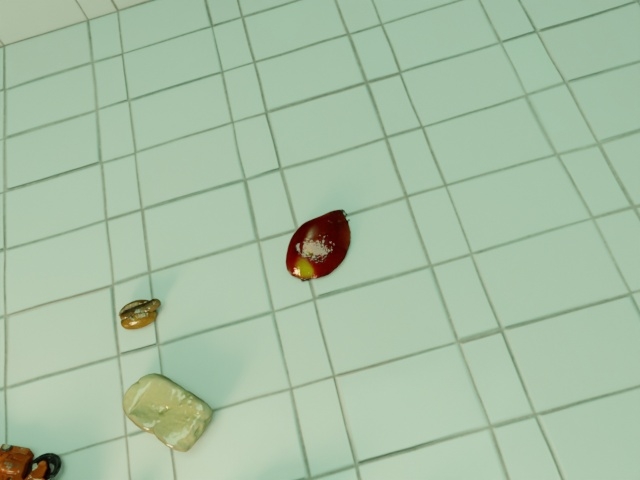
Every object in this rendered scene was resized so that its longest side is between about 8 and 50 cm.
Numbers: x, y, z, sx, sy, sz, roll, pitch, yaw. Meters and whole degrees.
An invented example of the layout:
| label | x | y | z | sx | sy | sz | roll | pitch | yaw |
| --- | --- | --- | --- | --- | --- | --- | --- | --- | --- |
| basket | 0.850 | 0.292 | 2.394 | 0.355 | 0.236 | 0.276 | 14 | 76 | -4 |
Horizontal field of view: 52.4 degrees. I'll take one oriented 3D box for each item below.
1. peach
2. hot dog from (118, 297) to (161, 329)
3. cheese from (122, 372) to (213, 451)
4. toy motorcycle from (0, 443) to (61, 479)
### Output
| label | x | y | z | sx | sy | sz | roll | pitch | yaw |
| --- | --- | --- | --- | --- | --- | --- | --- | --- | --- |
| peach | -0.001 | 0.000 | 2.039 | 0.189 | 0.068 | 0.279 | 24 | 70 | 18 |
| hot dog | -0.561 | 0.226 | 2.030 | 0.140 | 0.060 | 0.090 | -11 | 67 | 1 |
| cheese | -0.442 | 0.485 | 1.860 | 0.263 | 0.093 | 0.159 | 26 | 68 | 23 |
| toy motorcycle | -0.911 | 0.681 | 1.828 | 0.325 | 0.148 | 0.221 | 5 | 43 | 11 |
